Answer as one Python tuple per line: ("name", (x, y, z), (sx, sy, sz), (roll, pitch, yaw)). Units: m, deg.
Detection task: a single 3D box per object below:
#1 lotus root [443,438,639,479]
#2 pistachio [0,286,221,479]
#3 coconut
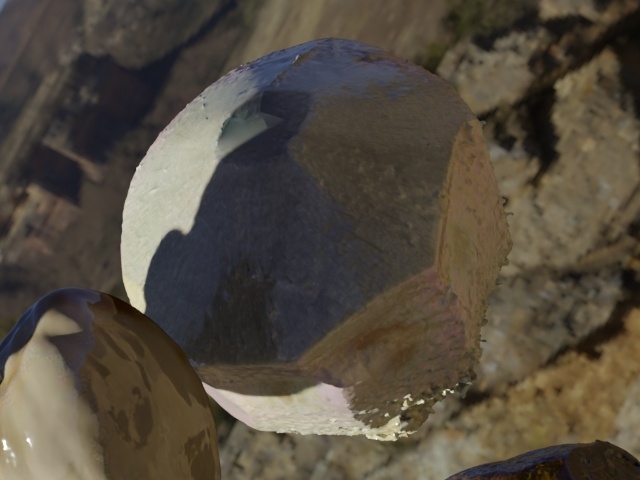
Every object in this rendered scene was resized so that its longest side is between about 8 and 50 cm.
("lotus root", (0.181, 0.236, 1.213), (0.180, 0.199, 0.188), (-58, 6, 33))
("pistachio", (-0.137, 0.129, 0.941), (0.144, 0.215, 0.144), (-15, 28, 8))
("coconut", (0.000, 0.000, 1.144), (0.297, 0.297, 0.309), (-65, -26, -18))
